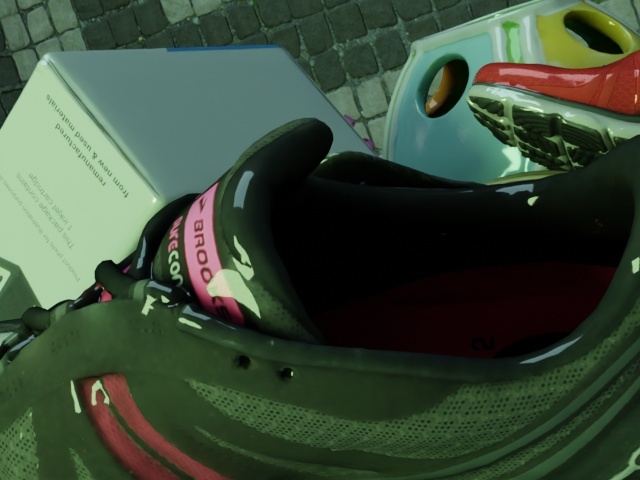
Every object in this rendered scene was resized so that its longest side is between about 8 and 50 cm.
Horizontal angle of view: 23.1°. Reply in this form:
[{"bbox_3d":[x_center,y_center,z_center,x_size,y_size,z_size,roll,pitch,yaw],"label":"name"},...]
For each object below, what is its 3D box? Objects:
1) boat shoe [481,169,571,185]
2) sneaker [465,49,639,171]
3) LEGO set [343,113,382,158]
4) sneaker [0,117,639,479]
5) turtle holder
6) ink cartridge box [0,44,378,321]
[{"bbox_3d":[0.158,0.022,1.012,0.342,0.123,0.123,-7,11,35],"label":"boat shoe"},{"bbox_3d":[0.240,-0.102,1.054,0.279,0.118,0.107,6,-16,11],"label":"sneaker"},{"bbox_3d":[0.000,0.000,1.555,0.227,0.093,0.087,-58,-1,15],"label":"LEGO set"},{"bbox_3d":[-0.049,0.045,0.680,0.483,0.202,0.185,-12,40,5],"label":"sneaker"},{"bbox_3d":[0.183,-0.070,1.203,0.243,0.227,0.320,-20,7,-19],"label":"turtle holder"},{"bbox_3d":[-0.135,0.027,1.032,0.223,0.129,0.307,-12,-34,-52],"label":"ink cartridge box"}]
